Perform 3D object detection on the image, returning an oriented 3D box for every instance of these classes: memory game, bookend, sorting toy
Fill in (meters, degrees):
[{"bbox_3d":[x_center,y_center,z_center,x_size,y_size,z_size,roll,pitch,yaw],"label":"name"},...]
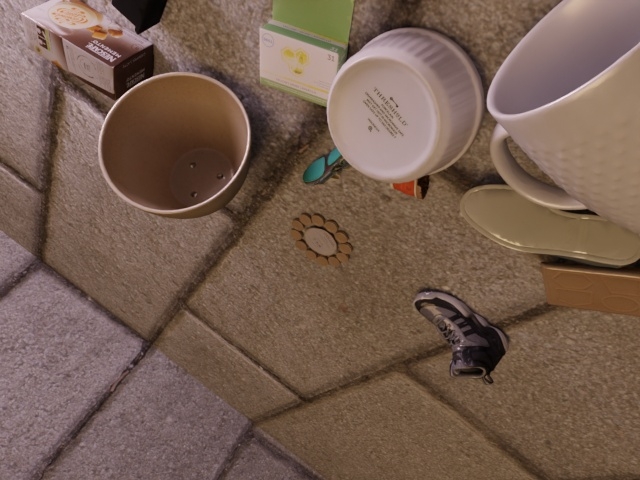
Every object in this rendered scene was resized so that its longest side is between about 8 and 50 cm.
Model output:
[{"bbox_3d":[0.000,0.000,1.366,0.186,0.012,0.186,20,139,18],"label":"memory game"},{"bbox_3d":[-0.391,-0.541,1.034,0.156,0.072,0.157,42,142,-8],"label":"bookend"},{"bbox_3d":[0.549,0.092,1.008,0.193,0.038,0.208,6,155,32],"label":"sorting toy"}]

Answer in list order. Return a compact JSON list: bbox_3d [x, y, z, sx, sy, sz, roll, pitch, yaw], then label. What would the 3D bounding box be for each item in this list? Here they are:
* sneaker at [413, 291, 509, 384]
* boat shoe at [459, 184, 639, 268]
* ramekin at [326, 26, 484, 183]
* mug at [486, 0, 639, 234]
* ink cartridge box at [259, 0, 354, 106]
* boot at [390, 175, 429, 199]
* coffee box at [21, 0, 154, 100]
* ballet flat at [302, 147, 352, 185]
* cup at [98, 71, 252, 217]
[{"bbox_3d":[0.337,0.245,1.264,0.269,0.153,0.101,33,141,2],"label":"sneaker"},{"bbox_3d":[0.421,-0.021,0.957,0.320,0.116,0.099,16,177,16],"label":"boat shoe"},{"bbox_3d":[0.133,-0.225,0.892,0.273,0.127,0.272,18,125,28],"label":"ramekin"},{"bbox_3d":[0.414,-0.150,0.715,0.328,0.276,0.374,39,152,-18],"label":"mug"},{"bbox_3d":[-0.030,-0.384,0.954,0.171,0.056,0.235,24,142,14],"label":"ink cartridge box"},{"bbox_3d":[0.176,-0.157,1.041,0.085,0.059,0.157,19,141,26],"label":"boot"},{"bbox_3d":[-0.532,-0.450,1.177,0.247,0.141,0.098,32,141,4],"label":"coffee box"},{"bbox_3d":[0.032,-0.164,1.137,0.070,0.070,0.188,45,144,-13],"label":"ballet flat"},{"bbox_3d":[-0.305,-0.184,1.192,0.331,0.331,0.237,27,168,10],"label":"cup"}]
